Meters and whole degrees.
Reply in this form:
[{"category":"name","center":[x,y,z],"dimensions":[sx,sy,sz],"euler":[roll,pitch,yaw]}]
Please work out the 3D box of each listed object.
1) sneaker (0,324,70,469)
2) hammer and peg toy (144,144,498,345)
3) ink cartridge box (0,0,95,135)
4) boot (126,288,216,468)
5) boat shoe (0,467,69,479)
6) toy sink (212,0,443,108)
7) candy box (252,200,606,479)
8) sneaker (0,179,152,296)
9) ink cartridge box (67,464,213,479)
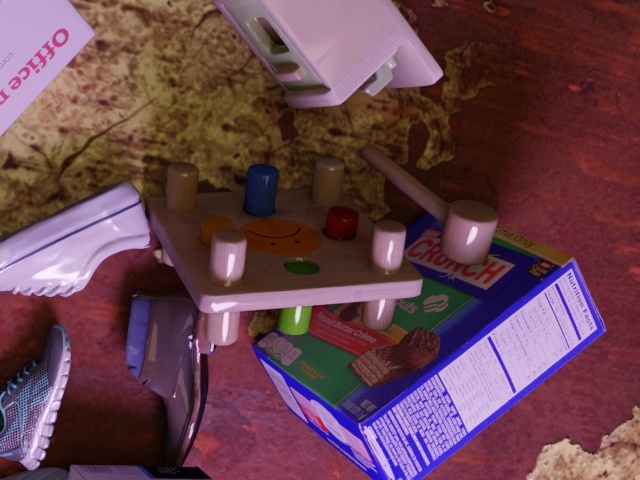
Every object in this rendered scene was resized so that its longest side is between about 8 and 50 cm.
[{"category":"sneaker","center":[-0.330,0.172,1.351],"dimensions":[0.076,0.065,0.166],"euler":[17,87,-18]},{"category":"hammer and peg toy","center":[0.000,0.000,1.378],"dimensions":[0.361,0.266,0.127],"euler":[-4,117,-23]},{"category":"ink cartridge box","center":[-0.403,-0.240,1.176],"dimensions":[0.223,0.129,0.307],"euler":[-50,140,-11]},{"category":"boot","center":[-0.184,0.160,1.416],"dimensions":[0.106,0.082,0.219],"euler":[13,97,1]},{"category":"boat shoe","center":[-0.375,0.335,1.347],"dimensions":[0.226,0.083,0.076],"euler":[-24,131,-19]},{"category":"toy sink","center":[0.003,-0.236,1.401],"dimensions":[0.131,0.153,0.234],"euler":[-44,110,-13]},{"category":"candy box","center":[0.122,0.113,1.411],"dimensions":[0.317,0.268,0.122],"euler":[-35,119,-17]},{"category":"sneaker","center":[-0.302,0.024,1.330],"dimensions":[0.258,0.094,0.091],"euler":[-28,100,-18]},{"category":"ink cartridge box","center":[-0.230,0.421,1.368],"dimensions":[0.165,0.065,0.333],"euler":[9,96,-33]}]
